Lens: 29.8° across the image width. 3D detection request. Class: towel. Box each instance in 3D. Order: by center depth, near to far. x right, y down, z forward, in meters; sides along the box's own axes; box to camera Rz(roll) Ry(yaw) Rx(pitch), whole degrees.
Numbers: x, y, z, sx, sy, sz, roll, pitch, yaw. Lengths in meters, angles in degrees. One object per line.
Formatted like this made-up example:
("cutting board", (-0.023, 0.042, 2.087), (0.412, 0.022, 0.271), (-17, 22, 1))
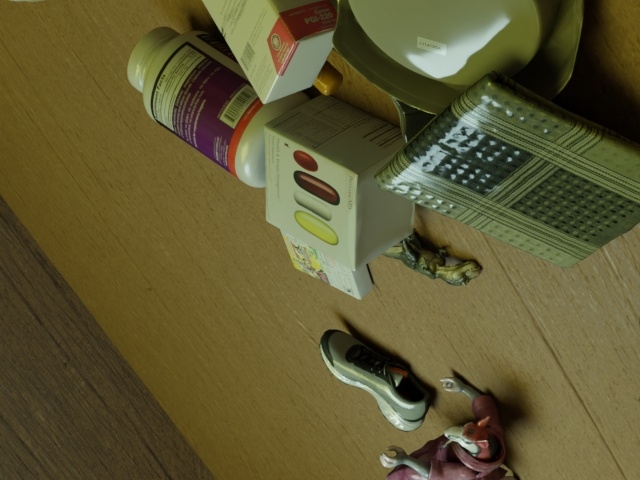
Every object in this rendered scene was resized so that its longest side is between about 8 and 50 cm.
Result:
("towel", (0.277, -0.087, 1.569), (0.324, 0.056, 0.312), (24, 150, -14))

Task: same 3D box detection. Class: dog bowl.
("dog bowl", (0.157, -0.301, 1.445), (0.349, 0.102, 0.349), (21, 149, 14))

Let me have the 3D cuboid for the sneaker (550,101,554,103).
("sneaker", (0.254, -0.113, 1.669), (0.094, 0.091, 0.258), (46, 155, 2))

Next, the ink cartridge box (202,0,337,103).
("ink cartridge box", (-0.076, -0.327, 1.669), (0.218, 0.092, 0.158), (58, 150, 14))

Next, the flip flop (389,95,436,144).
("flip flop", (0.139, -0.215, 1.706), (0.277, 0.112, 0.080), (51, -159, -38))

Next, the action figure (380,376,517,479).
("action figure", (0.264, 0.424, 2.254), (0.276, 0.248, 0.370), (44, 157, 5))

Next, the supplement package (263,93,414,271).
("supplement package", (0.030, -0.096, 1.935), (0.203, 0.149, 0.194), (29, 136, 34))

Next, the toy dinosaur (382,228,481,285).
("toy dinosaur", (0.150, 0.010, 2.054), (0.268, 0.064, 0.118), (23, 153, 47))

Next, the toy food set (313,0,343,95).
("toy food set", (0.031, -0.323, 1.692), (0.104, 0.111, 0.232), (44, 148, 10))

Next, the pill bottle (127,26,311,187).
("pill bottle", (-0.175, -0.239, 2.054), (0.323, 0.181, 0.181), (35, 152, 25))

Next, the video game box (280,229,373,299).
("video game box", (0.000, 0.000, 2.284), (0.187, 0.048, 0.205), (23, 145, 38))

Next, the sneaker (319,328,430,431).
("sneaker", (0.117, 0.266, 2.451), (0.271, 0.100, 0.108), (38, 140, 11))
